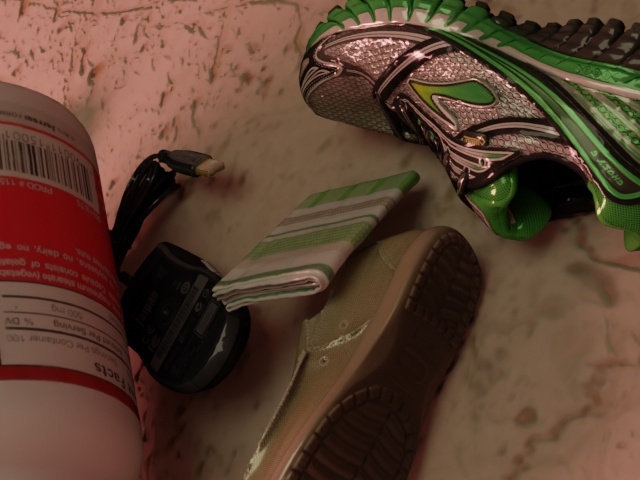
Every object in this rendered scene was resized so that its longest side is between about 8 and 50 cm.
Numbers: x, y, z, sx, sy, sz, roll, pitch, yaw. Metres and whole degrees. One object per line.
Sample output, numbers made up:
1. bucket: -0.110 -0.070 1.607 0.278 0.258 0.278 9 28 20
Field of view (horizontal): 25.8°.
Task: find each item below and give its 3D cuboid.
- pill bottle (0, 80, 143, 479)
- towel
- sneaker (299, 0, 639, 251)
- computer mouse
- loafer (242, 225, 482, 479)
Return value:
1. pill bottle: -0.260 0.096 1.060 0.229 0.229 0.407 -28 55 21
2. towel: 0.000 0.000 1.050 0.113 0.023 0.152 -10 25 41
3. sneaker: 0.111 -0.087 0.997 0.344 0.134 0.146 16 76 41
4. computer mouse: -0.106 0.023 1.151 0.262 0.060 0.184 21 83 54
5. loafer: 0.021 0.107 0.984 0.092 0.102 0.268 6 56 50
